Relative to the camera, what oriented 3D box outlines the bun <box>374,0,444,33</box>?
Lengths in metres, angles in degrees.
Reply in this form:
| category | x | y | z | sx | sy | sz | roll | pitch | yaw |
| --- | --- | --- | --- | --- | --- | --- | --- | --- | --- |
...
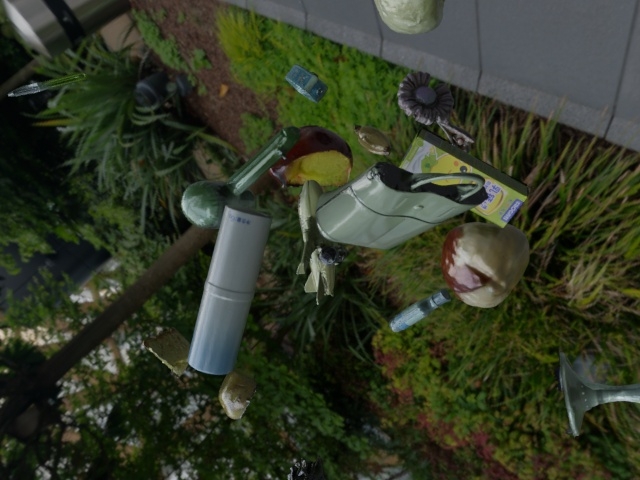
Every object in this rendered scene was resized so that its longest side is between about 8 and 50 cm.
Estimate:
| category | x | y | z | sx | sy | sz | roll | pitch | yaw |
| --- | --- | --- | --- | --- | --- | --- | --- | --- | --- |
| bun | 0.257 | -0.774 | 1.467 | 0.227 | 0.353 | 0.349 | 7 | -175 | 11 |

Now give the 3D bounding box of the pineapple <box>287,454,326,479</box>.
| category | x | y | z | sx | sy | sz | roll | pitch | yaw |
| --- | --- | --- | --- | --- | --- | --- | --- | --- | --- |
| pineapple | -0.073 | 0.534 | 0.904 | 0.202 | 0.202 | 0.362 | 43 | -158 | 3 |

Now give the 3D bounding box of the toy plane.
| category | x | y | z | sx | sy | sz | roll | pitch | yaw |
| --- | --- | --- | --- | --- | --- | --- | --- | --- | --- |
| toy plane | 0.000 | 0.000 | 1.085 | 0.103 | 0.257 | 0.242 | 3 | -175 | 19 |

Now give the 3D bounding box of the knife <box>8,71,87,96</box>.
| category | x | y | z | sx | sy | sz | roll | pitch | yaw |
| --- | --- | --- | --- | --- | --- | --- | --- | --- | --- |
| knife | -0.651 | -0.374 | 1.218 | 0.026 | 0.183 | 0.022 | -119 | 15 | -49 |

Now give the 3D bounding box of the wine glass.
| category | x | y | z | sx | sy | sz | roll | pitch | yaw |
| --- | --- | --- | --- | --- | --- | --- | --- | --- | --- |
| wine glass | 0.527 | 0.223 | 0.756 | 0.320 | 0.144 | 0.143 | -9 | 137 | 28 |

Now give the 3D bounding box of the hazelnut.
| category | x | y | z | sx | sy | sz | roll | pitch | yaw |
| --- | --- | --- | --- | --- | --- | --- | --- | --- | --- |
| hazelnut | 0.457 | 0.046 | 1.433 | 0.261 | 0.261 | 0.241 | 50 | -178 | -26 |

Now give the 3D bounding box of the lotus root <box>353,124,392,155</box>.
| category | x | y | z | sx | sy | sz | roll | pitch | yaw |
| --- | --- | --- | --- | --- | --- | --- | --- | --- | --- |
| lotus root | 0.159 | -0.306 | 1.544 | 0.150 | 0.062 | 0.073 | 40 | 167 | 22 |

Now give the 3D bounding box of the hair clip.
| category | x | y | z | sx | sy | sz | roll | pitch | yaw |
| --- | --- | --- | --- | --- | --- | --- | --- | --- | --- |
| hair clip | 0.352 | -0.366 | 1.491 | 0.300 | 0.173 | 0.069 | 44 | 148 | -13 |

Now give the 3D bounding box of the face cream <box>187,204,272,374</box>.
| category | x | y | z | sx | sy | sz | roll | pitch | yaw |
| --- | --- | --- | --- | --- | --- | --- | --- | --- | --- |
| face cream | -0.140 | 0.075 | 0.783 | 0.077 | 0.250 | 0.077 | 16 | -174 | -2 |

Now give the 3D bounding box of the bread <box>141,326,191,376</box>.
| category | x | y | z | sx | sy | sz | roll | pitch | yaw |
| --- | --- | --- | --- | --- | --- | --- | --- | --- | --- |
| bread | -0.301 | 0.229 | 0.977 | 0.084 | 0.080 | 0.109 | 38 | -167 | 10 |

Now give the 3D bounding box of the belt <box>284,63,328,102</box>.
| category | x | y | z | sx | sy | sz | roll | pitch | yaw |
| --- | --- | --- | --- | --- | --- | --- | --- | --- | --- |
| belt | -0.043 | -0.533 | 1.718 | 0.163 | 0.082 | 0.147 | 43 | -168 | 28 |

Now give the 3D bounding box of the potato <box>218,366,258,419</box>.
| category | x | y | z | sx | sy | sz | roll | pitch | yaw |
| --- | --- | --- | --- | --- | --- | --- | --- | --- | --- |
| potato | -0.267 | 0.476 | 1.591 | 0.098 | 0.138 | 0.243 | 26 | 168 | -4 |

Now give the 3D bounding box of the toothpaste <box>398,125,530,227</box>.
| category | x | y | z | sx | sy | sz | roll | pitch | yaw |
| --- | --- | --- | --- | --- | --- | --- | --- | --- | --- |
| toothpaste | 0.367 | -0.164 | 1.317 | 0.327 | 0.077 | 0.110 | 30 | 124 | 2 |

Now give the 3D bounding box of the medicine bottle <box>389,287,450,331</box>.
| category | x | y | z | sx | sy | sz | roll | pitch | yaw |
| --- | --- | --- | --- | --- | --- | --- | --- | --- | --- |
| medicine bottle | 0.303 | 0.212 | 1.548 | 0.208 | 0.090 | 0.054 | -39 | 77 | 35 |

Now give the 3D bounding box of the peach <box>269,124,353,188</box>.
| category | x | y | z | sx | sy | sz | roll | pitch | yaw |
| --- | --- | --- | --- | --- | --- | --- | --- | --- | --- |
| peach | -0.035 | -0.246 | 1.440 | 0.154 | 0.267 | 0.159 | 60 | 140 | 35 |

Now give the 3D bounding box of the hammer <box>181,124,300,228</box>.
| category | x | y | z | sx | sy | sz | roll | pitch | yaw |
| --- | --- | --- | --- | --- | --- | --- | --- | --- | --- |
| hammer | -0.168 | -0.151 | 1.220 | 0.119 | 0.335 | 0.206 | 56 | -159 | 10 |

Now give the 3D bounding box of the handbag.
| category | x | y | z | sx | sy | sz | roll | pitch | yaw |
| --- | --- | --- | --- | --- | --- | --- | --- | --- | --- |
| handbag | 0.146 | -0.079 | 0.880 | 0.241 | 0.110 | 0.315 | 7 | 159 | -29 |
